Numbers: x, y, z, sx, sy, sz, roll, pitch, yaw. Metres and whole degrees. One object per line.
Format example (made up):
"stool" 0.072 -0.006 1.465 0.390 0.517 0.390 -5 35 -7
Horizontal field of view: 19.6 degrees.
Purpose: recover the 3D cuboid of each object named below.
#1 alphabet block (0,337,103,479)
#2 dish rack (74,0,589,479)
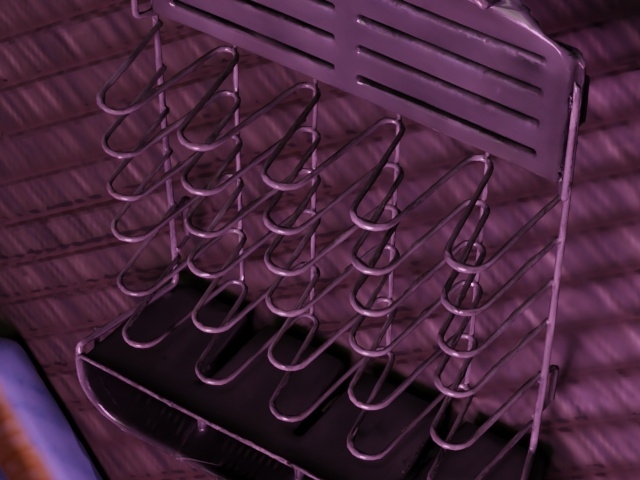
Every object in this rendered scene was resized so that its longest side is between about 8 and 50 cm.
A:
"alphabet block" -0.216 0.188 0.881 0.197 0.193 0.192 -31 89 36
"dish rack" 0.000 0.000 0.707 0.208 0.074 0.271 24 139 21
